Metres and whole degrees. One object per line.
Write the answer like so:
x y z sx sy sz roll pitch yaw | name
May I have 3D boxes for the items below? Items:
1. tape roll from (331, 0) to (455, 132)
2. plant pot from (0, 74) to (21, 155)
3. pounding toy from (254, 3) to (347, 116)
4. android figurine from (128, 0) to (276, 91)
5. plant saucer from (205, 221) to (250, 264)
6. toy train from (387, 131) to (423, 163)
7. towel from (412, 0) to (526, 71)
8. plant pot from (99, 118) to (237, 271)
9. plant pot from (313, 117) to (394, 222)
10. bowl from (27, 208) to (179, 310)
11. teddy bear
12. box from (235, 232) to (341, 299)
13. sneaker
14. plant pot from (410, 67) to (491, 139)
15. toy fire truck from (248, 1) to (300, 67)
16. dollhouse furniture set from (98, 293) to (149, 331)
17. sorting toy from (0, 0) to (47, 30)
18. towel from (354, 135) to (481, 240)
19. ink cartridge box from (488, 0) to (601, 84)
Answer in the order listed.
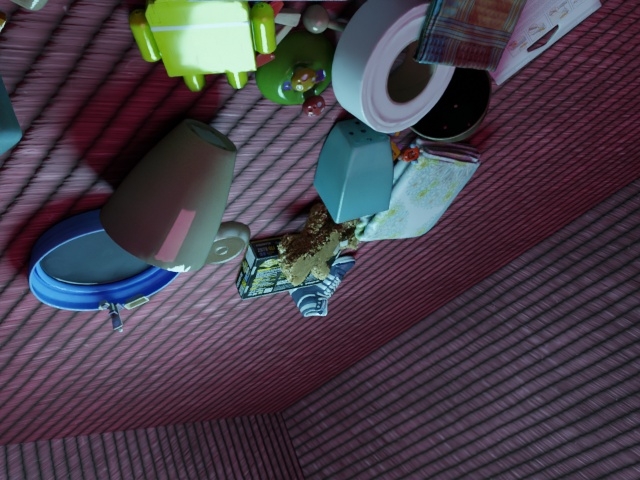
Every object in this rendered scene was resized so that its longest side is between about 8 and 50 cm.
0.164 -0.377 1.164 0.286 0.100 0.286 -27 141 -24 | tape roll
-0.598 -0.192 0.790 0.247 0.247 0.252 -28 170 21 | plant pot
-0.018 -0.348 1.144 0.182 0.110 0.237 8 138 -47 | pounding toy
-0.202 -0.364 0.954 0.248 0.056 0.273 -5 157 -1 | android figurine
-0.297 0.018 1.636 0.198 0.036 0.199 -20 153 -10 | plant saucer
0.208 -0.275 1.477 0.125 0.046 0.166 -27 117 -23 | toy train
0.338 -0.520 1.072 0.271 0.040 0.370 -8 128 -36 | towel
-0.303 -0.116 1.208 0.256 0.256 0.274 11 120 -49 | plant pot
0.095 -0.197 1.451 0.165 0.166 0.234 -15 145 -18 | plant pot
-0.551 0.052 1.442 0.390 0.077 0.391 -19 152 -11 | bowl
0.000 0.000 1.706 0.338 0.113 0.245 -43 140 -17 | teddy bear
-0.106 0.079 1.854 0.321 0.079 0.257 -10 147 -27 | box
0.028 0.179 2.053 0.282 0.153 0.099 -30 153 8 | sneaker
0.327 -0.335 1.382 0.215 0.215 0.230 -34 165 17 | plant pot
-0.081 -0.426 1.024 0.192 0.047 0.135 -33 152 13 | toy fire truck
-0.539 0.196 1.530 0.114 0.081 0.091 -24 153 -2 | dollhouse furniture set
-0.470 -0.411 0.749 0.307 0.041 0.229 -35 149 31 | sorting toy
0.303 -0.152 1.716 0.320 0.090 0.375 -2 134 -44 | towel
0.479 -0.531 1.279 0.296 0.066 0.261 -37 150 23 | ink cartridge box
